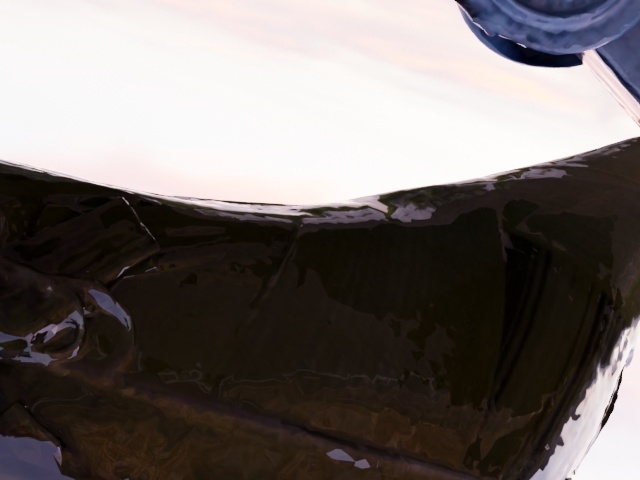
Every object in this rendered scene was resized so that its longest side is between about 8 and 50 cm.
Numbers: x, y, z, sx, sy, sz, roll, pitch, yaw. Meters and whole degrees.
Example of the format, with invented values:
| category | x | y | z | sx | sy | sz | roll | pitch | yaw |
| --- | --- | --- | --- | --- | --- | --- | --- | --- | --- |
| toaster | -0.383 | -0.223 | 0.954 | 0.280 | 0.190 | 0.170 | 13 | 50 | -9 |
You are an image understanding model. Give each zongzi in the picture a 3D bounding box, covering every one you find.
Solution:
| category | x | y | z | sx | sy | sz | roll | pitch | yaw |
| --- | --- | --- | --- | --- | --- | --- | --- | --- | --- |
| zongzi | 0.000 | 0.000 | 0.509 | 0.274 | 0.300 | 0.145 | 43 | 166 | -32 |

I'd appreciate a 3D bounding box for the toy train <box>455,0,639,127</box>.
| category | x | y | z | sx | sy | sz | roll | pitch | yaw |
| --- | --- | --- | --- | --- | --- | --- | --- | --- | --- |
| toy train | 0.179 | -0.074 | 0.482 | 0.299 | 0.202 | 0.131 | 49 | -174 | 2 |
